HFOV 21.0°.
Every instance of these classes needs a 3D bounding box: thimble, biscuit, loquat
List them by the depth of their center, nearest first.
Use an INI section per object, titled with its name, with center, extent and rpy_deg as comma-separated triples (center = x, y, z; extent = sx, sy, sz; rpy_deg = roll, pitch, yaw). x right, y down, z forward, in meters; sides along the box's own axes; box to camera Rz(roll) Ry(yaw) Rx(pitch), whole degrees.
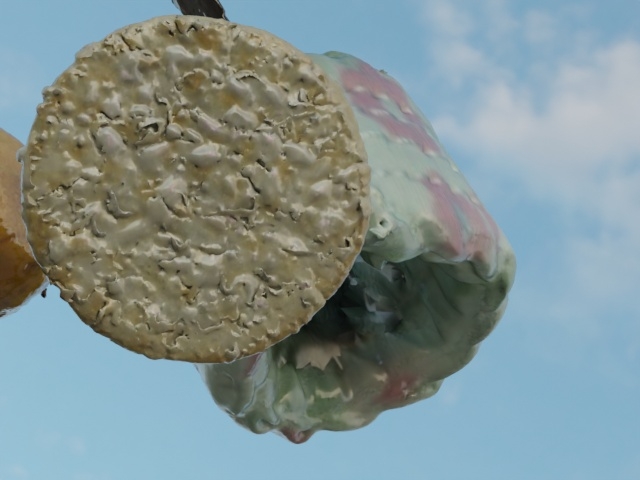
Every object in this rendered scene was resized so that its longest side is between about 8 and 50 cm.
[biscuit]
center = -0.050, -0.021, 0.715
extent = 0.152, 0.152, 0.020
rpy_deg = 36, -13, -11
[thimble]
center = 0.000, 0.000, 0.955
extent = 0.185, 0.149, 0.211
rpy_deg = -24, -33, -10
[loquat]
center = -0.331, -0.021, 1.591
extent = 0.234, 0.176, 0.187
rpy_deg = 47, -9, -27

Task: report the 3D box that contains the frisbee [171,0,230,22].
[frisbee]
center = -0.102, -0.181, 0.964
extent = 0.187, 0.012, 0.211
rpy_deg = 55, -36, 6
